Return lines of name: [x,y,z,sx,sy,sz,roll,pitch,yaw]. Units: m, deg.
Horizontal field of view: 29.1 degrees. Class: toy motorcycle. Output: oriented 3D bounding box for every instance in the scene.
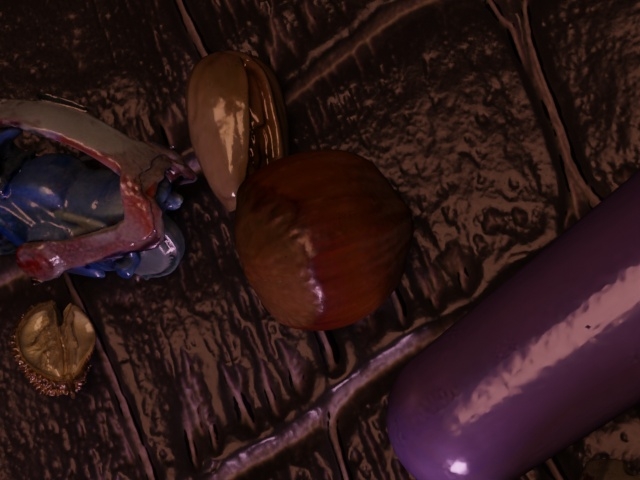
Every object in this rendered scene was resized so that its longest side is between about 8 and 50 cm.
toy motorcycle: [-0.311,-0.070,1.505,0.319,0.182,0.241,7,108,14]

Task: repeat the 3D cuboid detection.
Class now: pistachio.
pistachio: [-0.103,-0.135,1.505,0.129,0.131,0.206,-3,80,-30]

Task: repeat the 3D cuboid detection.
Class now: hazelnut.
hazelnut: [0.004,-0.001,1.410,0.210,0.186,0.210,3,98,20]

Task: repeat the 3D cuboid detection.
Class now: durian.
durian: [-0.327,0.147,1.525,0.110,0.071,0.140,-8,56,-26]

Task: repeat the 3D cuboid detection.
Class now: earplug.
earplug: [0.270,0.107,1.332,0.456,0.215,0.215,-37,73,8]

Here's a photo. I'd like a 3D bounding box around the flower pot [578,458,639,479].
flower pot: [0.308,0.373,1.249,0.290,0.290,0.259,19,72,16]
